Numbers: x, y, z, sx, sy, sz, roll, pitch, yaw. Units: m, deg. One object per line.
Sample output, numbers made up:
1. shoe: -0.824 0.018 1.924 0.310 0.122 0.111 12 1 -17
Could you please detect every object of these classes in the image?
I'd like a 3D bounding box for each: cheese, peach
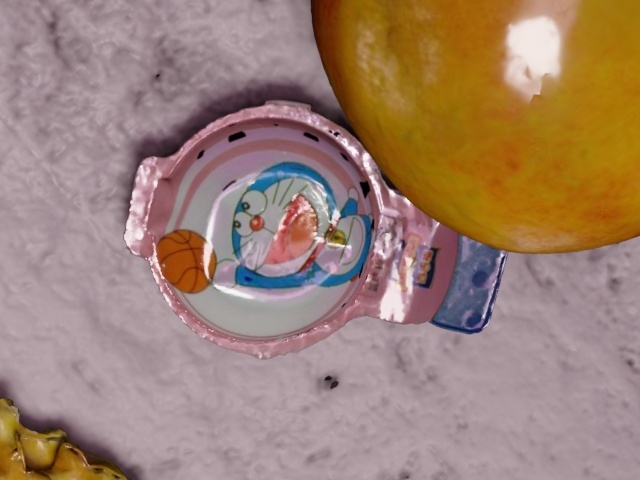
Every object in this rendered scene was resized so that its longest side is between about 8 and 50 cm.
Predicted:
1. cheese: 0.000 0.000 1.278 0.286 0.074 0.188 13 97 -16
2. peach: 0.153 -0.145 1.189 0.308 0.308 0.332 -46 121 -3

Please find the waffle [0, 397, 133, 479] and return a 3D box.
1. waffle: -0.215 0.280 1.215 0.325 0.068 0.302 42 60 -12
